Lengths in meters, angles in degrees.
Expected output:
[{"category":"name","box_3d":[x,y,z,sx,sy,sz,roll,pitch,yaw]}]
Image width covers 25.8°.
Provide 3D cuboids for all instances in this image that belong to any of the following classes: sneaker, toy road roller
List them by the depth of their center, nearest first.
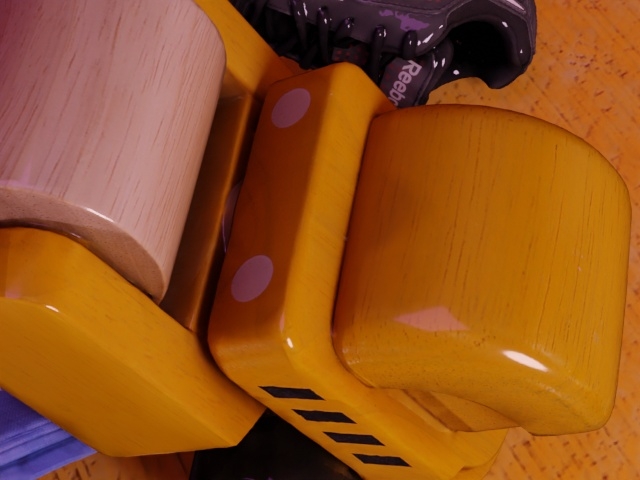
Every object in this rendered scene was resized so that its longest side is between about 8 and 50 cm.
[{"category":"toy road roller","box_3d":[0.000,0.000,0.665,0.240,0.329,0.203,-12,52,34]},{"category":"sneaker","box_3d":[0.013,-0.142,0.851,0.276,0.098,0.135,-1,63,-16]}]

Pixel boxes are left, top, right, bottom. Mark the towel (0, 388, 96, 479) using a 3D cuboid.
[{"category":"towel","box_3d":[-0.239,0.041,0.785,0.336,0.243,0.040,23,111,27]}]
